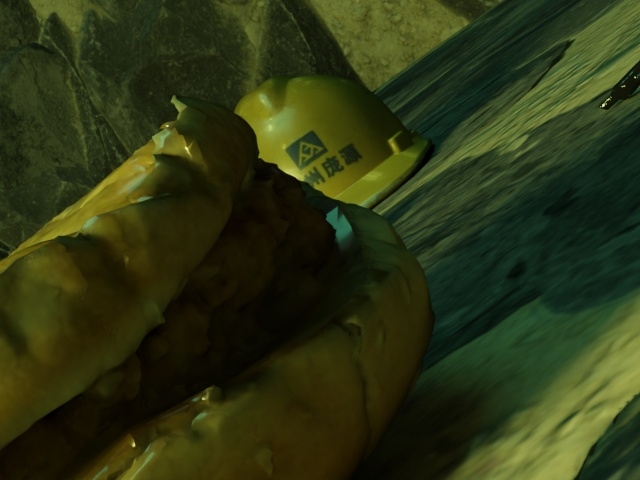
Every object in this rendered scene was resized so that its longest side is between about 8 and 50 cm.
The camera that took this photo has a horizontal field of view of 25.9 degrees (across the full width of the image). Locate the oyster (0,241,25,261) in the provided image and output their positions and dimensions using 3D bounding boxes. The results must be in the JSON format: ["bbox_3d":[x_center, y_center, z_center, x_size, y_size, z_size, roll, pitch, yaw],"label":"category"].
[{"bbox_3d":[-0.172,0.041,1.162,0.233,0.107,0.161,-12,-8,-16],"label":"oyster"}]

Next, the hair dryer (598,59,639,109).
[{"bbox_3d":[0.184,-0.094,0.766,0.083,0.031,0.079,-49,7,34],"label":"hair dryer"}]

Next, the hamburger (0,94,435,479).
[{"bbox_3d":[-0.095,0.073,0.493,0.259,0.144,0.283,-43,12,-19],"label":"hamburger"}]

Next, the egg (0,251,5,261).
[{"bbox_3d":[-0.512,0.113,1.583,0.345,0.345,0.428,-36,20,2],"label":"egg"}]

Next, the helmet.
[{"bbox_3d":[-0.018,-0.078,1.240,0.205,0.140,0.257,-36,3,0],"label":"helmet"}]
